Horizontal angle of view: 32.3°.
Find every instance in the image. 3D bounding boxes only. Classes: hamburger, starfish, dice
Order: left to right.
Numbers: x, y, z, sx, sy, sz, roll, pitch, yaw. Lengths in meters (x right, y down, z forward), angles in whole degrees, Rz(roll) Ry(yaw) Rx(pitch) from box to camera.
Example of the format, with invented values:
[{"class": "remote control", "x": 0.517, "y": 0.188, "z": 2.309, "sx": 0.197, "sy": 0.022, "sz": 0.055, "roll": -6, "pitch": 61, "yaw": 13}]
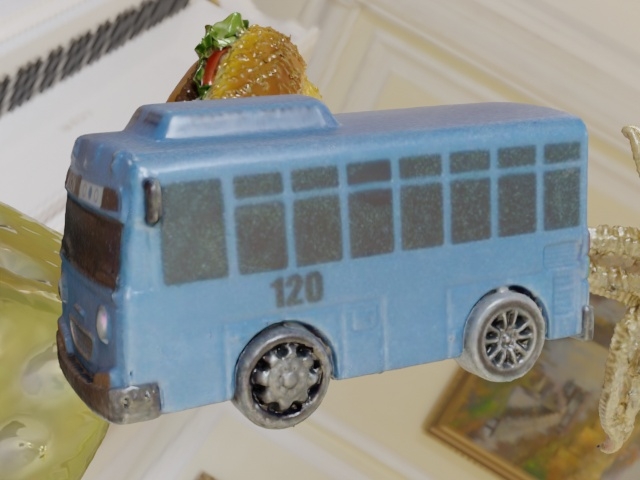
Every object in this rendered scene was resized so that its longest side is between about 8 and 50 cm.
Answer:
[{"class": "dice", "x": -0.308, "y": 0.094, "z": 0.864, "sx": 0.227, "sy": 0.233, "sz": 0.238, "roll": 24, "pitch": 101, "yaw": -41}, {"class": "hamburger", "x": -0.049, "y": -0.074, "z": 0.743, "sx": 0.166, "sy": 0.087, "sz": 0.137, "roll": -73, "pitch": 144, "yaw": -50}, {"class": "starfish", "x": 0.214, "y": 0.049, "z": 0.730, "sx": 0.138, "sy": 0.247, "sz": 0.050, "roll": -32, "pitch": -164, "yaw": -4}]

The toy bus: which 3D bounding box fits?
[{"class": "toy bus", "x": 0.000, "y": 0.000, "z": 0.505, "sx": 0.116, "sy": 0.234, "sz": 0.134, "roll": -157, "pitch": -117, "yaw": -62}]
